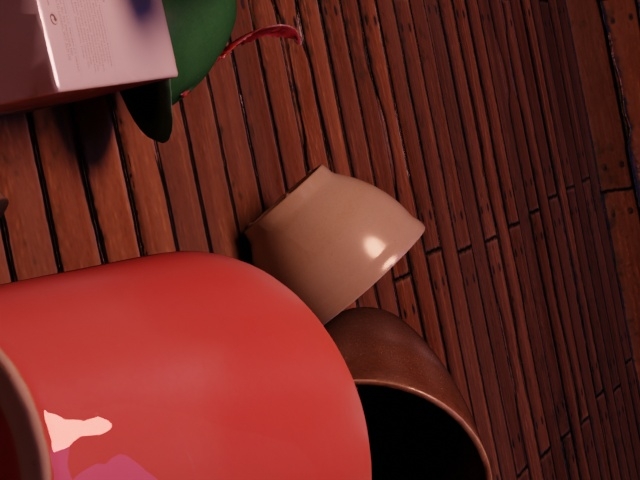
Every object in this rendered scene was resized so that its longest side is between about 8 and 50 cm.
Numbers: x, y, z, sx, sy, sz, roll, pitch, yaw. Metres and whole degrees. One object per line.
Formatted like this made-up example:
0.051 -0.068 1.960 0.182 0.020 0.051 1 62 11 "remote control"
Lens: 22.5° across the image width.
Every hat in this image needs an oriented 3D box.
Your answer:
-0.069 -0.183 1.249 0.208 0.183 0.173 -134 -147 -56 "hat"

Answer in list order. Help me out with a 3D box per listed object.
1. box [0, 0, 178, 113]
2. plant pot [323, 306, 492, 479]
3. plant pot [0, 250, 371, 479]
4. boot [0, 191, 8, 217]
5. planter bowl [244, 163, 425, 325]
-0.194 -0.134 1.068 0.170 0.130 0.091 -22 100 -67 "box"
0.041 0.160 1.443 0.230 0.215 0.215 -84 156 -65 "plant pot"
-0.147 0.136 0.935 0.243 0.275 0.275 3 77 -56 "plant pot"
-0.300 -0.001 0.847 0.115 0.112 0.305 48 30 3 "boot"
0.000 0.000 1.468 0.109 0.162 0.162 49 28 -5 "planter bowl"
